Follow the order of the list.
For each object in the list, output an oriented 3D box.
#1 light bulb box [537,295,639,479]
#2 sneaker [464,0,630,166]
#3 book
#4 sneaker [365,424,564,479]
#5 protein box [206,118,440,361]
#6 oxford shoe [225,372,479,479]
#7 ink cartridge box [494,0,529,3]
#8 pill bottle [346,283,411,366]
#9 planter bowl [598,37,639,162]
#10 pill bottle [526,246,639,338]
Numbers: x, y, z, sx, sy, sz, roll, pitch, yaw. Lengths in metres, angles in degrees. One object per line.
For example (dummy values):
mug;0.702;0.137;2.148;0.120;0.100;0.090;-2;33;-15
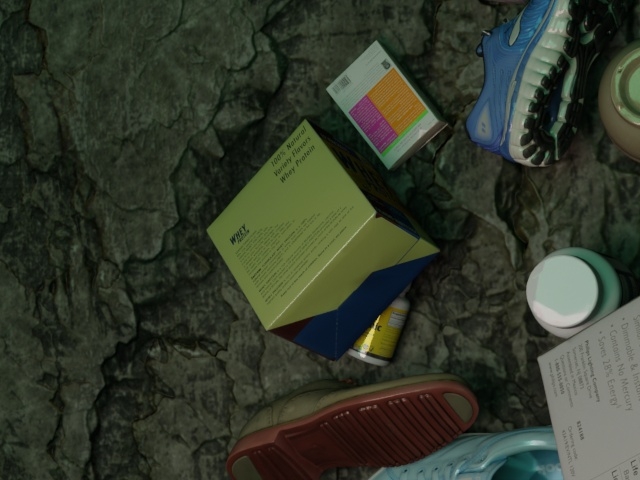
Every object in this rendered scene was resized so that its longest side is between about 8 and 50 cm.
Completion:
light bulb box;0.446;0.213;1.350;0.361;0.225;0.357;-37;44;34
sneaker;0.260;-0.252;1.634;0.147;0.130;0.330;15;75;44
book;0.083;-0.175;1.766;0.096;0.035;0.144;-42;70;18
sneaker;0.183;0.287;1.615;0.366;0.150;0.135;-22;76;21
protein box;0.000;0.000;1.694;0.200;0.136;0.201;-48;46;13
oxford shoe;0.037;0.209;1.688;0.348;0.123;0.130;-18;34;26
ink cartridge box;0.207;-0.378;1.642;0.082;0.191;0.139;11;89;24
pill bottle;0.076;0.096;1.726;0.065;0.065;0.116;21;93;24
planter bowl;0.396;-0.172;1.585;0.162;0.109;0.162;-3;84;24
pill bottle;0.299;0.062;1.567;0.108;0.180;0.107;-2;84;24
